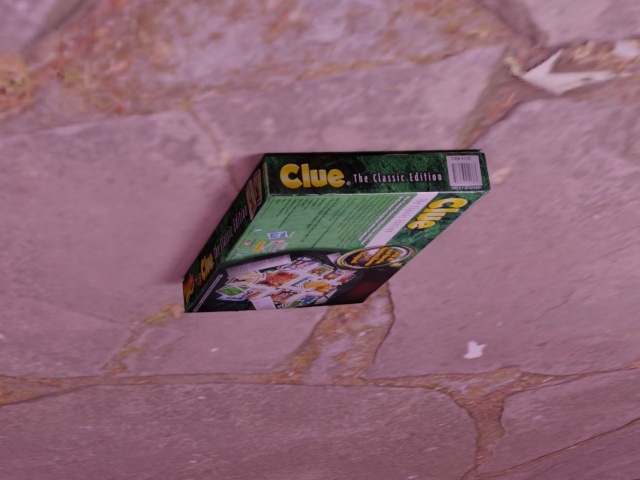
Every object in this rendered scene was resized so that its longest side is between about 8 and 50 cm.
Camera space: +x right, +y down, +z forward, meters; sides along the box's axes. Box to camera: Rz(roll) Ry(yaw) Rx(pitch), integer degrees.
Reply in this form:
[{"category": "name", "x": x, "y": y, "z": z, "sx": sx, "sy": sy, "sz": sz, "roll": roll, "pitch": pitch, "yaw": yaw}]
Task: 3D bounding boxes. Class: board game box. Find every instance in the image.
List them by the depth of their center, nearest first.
[{"category": "board game box", "x": 0.000, "y": 0.000, "z": 0.983, "sx": 0.136, "sy": 0.030, "sz": 0.260, "roll": 0, "pitch": 163, "yaw": -16}]
